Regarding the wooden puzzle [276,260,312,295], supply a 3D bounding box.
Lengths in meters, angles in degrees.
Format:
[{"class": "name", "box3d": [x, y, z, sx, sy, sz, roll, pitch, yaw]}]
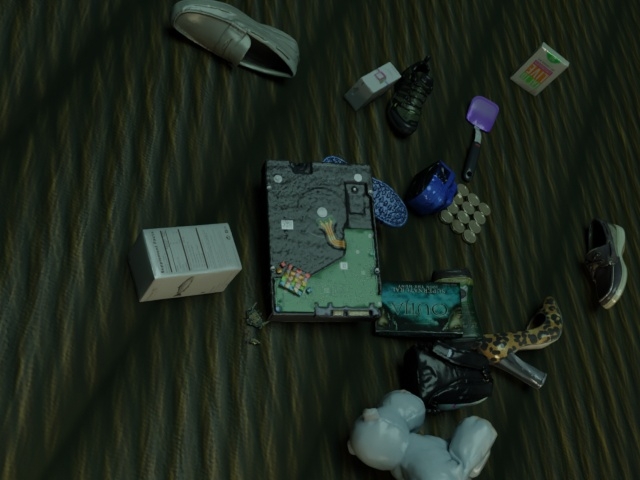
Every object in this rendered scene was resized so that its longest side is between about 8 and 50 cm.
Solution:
[{"class": "wooden puzzle", "box3d": [-0.051, 0.077, 1.688, 0.083, 0.006, 0.049, 27, 65, -4]}]

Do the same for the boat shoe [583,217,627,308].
[{"class": "boat shoe", "box3d": [0.727, 0.054, 2.204, 0.092, 0.103, 0.285, 27, 48, -8]}]

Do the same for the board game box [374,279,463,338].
[{"class": "board game box", "box3d": [0.209, 0.147, 1.832, 0.186, 0.026, 0.126, 1, 58, 1]}]

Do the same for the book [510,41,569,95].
[{"class": "book", "box3d": [0.625, -0.487, 2.437, 0.096, 0.144, 0.035, 36, 50, -6]}]

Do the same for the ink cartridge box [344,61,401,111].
[{"class": "ink cartridge box", "box3d": [0.128, -0.380, 2.115, 0.122, 0.088, 0.052, -34, 85, -39]}]

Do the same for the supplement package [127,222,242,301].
[{"class": "supplement package", "box3d": [-0.259, 0.041, 1.620, 0.179, 0.105, 0.105, -6, 66, -33]}]

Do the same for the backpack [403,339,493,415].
[{"class": "backpack", "box3d": [0.264, 0.284, 1.773, 0.181, 0.115, 0.152, 3, 80, -22]}]

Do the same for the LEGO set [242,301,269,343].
[{"class": "LEGO set", "box3d": [-0.132, 0.164, 1.679, 0.054, 0.023, 0.083, 26, 65, -12]}]

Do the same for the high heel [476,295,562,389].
[{"class": "high heel", "box3d": [0.454, 0.192, 1.963, 0.186, 0.093, 0.261, 31, 52, -6]}]

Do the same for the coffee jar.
[{"class": "coffee jar", "box3d": [0.300, 0.150, 1.894, 0.096, 0.079, 0.185, -3, 61, -2]}]

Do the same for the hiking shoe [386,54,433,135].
[{"class": "hiking shoe", "box3d": [0.231, -0.370, 2.153, 0.086, 0.114, 0.227, 21, 54, -18]}]

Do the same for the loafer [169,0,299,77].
[{"class": "loafer", "box3d": [-0.191, -0.459, 1.960, 0.319, 0.112, 0.112, 14, 48, -24]}]

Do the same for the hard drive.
[{"class": "hard drive", "box3d": [0.000, 0.000, 1.769, 0.236, 0.064, 0.339, 1, 69, -15]}]

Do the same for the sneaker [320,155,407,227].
[{"class": "sneaker", "box3d": [0.090, -0.103, 1.916, 0.232, 0.090, 0.081, 37, 73, -3]}]

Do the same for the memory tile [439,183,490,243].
[{"class": "memory tile", "box3d": [0.357, -0.067, 2.111, 0.113, 0.012, 0.148, 40, 51, -4]}]

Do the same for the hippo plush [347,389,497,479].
[{"class": "hippo plush", "box3d": [0.164, 0.420, 1.613, 0.236, 0.234, 0.294, 29, 43, 21]}]

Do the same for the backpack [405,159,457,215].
[{"class": "backpack", "box3d": [0.268, -0.115, 2.032, 0.101, 0.098, 0.120, 41, 49, -7]}]

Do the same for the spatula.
[{"class": "spatula", "box3d": [0.411, -0.268, 2.252, 0.084, 0.030, 0.297, 29, 52, -12]}]
